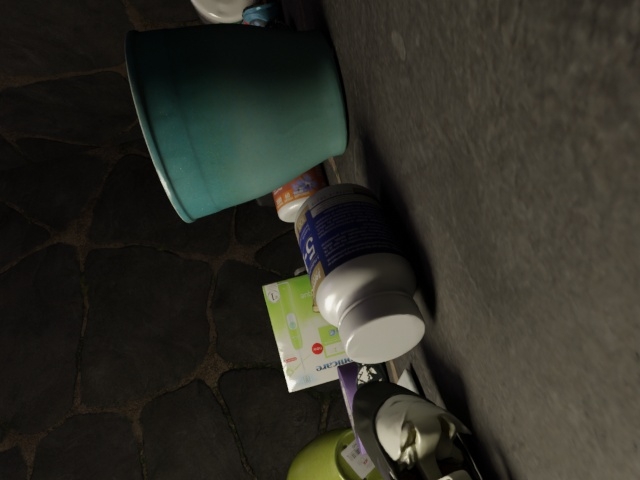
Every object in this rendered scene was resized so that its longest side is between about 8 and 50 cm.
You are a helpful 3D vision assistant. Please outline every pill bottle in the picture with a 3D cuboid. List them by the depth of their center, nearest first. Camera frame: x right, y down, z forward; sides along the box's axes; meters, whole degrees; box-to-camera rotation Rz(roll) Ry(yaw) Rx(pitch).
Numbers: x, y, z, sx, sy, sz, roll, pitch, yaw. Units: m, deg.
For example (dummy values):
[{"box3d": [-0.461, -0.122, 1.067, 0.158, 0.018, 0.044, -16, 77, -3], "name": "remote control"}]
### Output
[{"box3d": [0.042, 0.034, 0.534, 0.112, 0.112, 0.186, 80, 173, -46], "name": "pill bottle"}, {"box3d": [-0.059, -0.159, 1.063, 0.121, 0.121, 0.216, 94, 161, -75], "name": "pill bottle"}, {"box3d": [-0.273, -0.712, 1.390, 0.361, 0.204, 0.204, -121, 17, -72], "name": "pill bottle"}]

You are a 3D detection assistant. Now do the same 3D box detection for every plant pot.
[{"box3d": [-0.104, -0.187, 0.698, 0.271, 0.255, 0.271, 166, 90, -86], "name": "plant pot"}, {"box3d": [0.067, 0.578, 1.189, 0.293, 0.275, 0.274, 105, 154, -50], "name": "plant pot"}]

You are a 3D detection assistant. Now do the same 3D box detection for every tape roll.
[{"box3d": [0.098, 0.353, 1.033, 0.189, 0.080, 0.189, 165, 90, -86], "name": "tape roll"}]

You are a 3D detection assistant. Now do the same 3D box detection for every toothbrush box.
[{"box3d": [-0.021, 0.227, 1.283, 0.122, 0.206, 0.283, 157, 99, -85], "name": "toothbrush box"}]

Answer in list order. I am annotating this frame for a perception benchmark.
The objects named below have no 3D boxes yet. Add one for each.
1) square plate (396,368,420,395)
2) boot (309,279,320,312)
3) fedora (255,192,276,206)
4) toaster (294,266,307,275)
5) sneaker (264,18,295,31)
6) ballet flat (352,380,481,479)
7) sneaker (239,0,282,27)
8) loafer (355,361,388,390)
[{"box3d": [0.161, 0.409, 0.662, 0.344, 0.049, 0.347, 81, 173, -47], "name": "square plate"}, {"box3d": [0.008, 0.056, 1.087, 0.262, 0.095, 0.203, 109, 145, -78], "name": "boot"}, {"box3d": [-0.122, -0.190, 1.299, 0.334, 0.153, 0.334, -16, -90, -85], "name": "fedora"}, {"box3d": [-0.017, 0.197, 1.719, 0.185, 0.110, 0.168, 80, 174, -46], "name": "toaster"}, {"box3d": [-0.089, -0.380, 1.034, 0.262, 0.121, 0.099, 2, 76, 64], "name": "sneaker"}, {"box3d": [0.115, 0.219, 0.449, 0.280, 0.095, 0.096, -126, 29, -48], "name": "ballet flat"}, {"box3d": [-0.140, -0.479, 1.165, 0.262, 0.104, 0.125, -127, 21, -78], "name": "sneaker"}, {"box3d": [0.097, 0.238, 0.908, 0.061, 0.062, 0.170, -58, -39, -66], "name": "loafer"}]
